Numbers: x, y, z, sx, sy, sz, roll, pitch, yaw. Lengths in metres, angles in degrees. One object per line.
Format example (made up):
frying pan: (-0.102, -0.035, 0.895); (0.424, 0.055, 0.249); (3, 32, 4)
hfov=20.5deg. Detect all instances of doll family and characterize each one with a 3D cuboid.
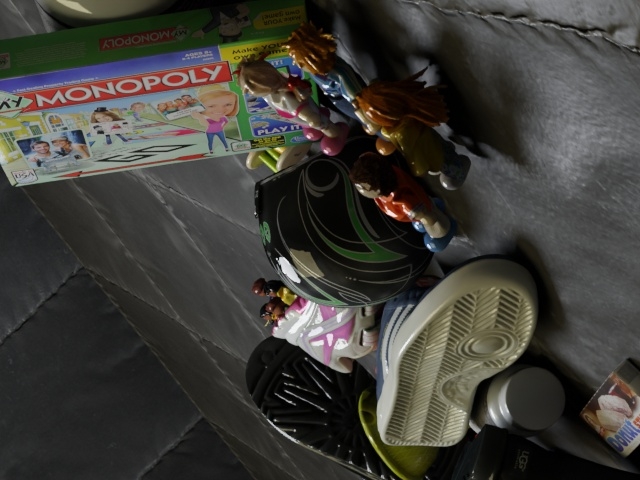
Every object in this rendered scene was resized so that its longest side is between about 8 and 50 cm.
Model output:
doll family: (0.037, -0.116, 1.534); (0.263, 0.118, 0.163); (41, -177, 37)
doll family: (-0.039, 0.091, 2.353); (0.111, 0.076, 0.193); (28, 162, -5)

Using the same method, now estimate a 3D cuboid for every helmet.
helmet: (0.028, -0.011, 1.746); (0.161, 0.169, 0.169); (65, 165, -2)

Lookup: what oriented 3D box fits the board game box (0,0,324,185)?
board game box: (-0.161, -0.138, 1.678); (0.213, 0.317, 0.046); (80, -178, -66)

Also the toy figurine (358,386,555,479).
toy figurine: (0.234, 0.275, 2.055); (0.217, 0.191, 0.362); (-21, 106, 43)

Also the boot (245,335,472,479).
boot: (0.064, 0.270, 2.330); (0.348, 0.131, 0.260); (33, 168, 17)

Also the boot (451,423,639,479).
boot: (0.243, 0.276, 1.857); (0.207, 0.094, 0.246); (20, 159, 1)

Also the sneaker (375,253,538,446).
sneaker: (0.123, 0.078, 1.794); (0.350, 0.131, 0.148); (115, 156, -56)

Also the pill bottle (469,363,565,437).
pill bottle: (0.204, 0.170, 1.861); (0.078, 0.078, 0.137); (47, 166, -2)

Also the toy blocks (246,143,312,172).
toy blocks: (-0.076, -0.126, 1.918); (0.148, 0.054, 0.123); (43, 165, 15)

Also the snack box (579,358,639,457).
snack box: (0.293, 0.163, 1.701); (0.064, 0.022, 0.178); (43, 165, 11)

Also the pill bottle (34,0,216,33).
pill bottle: (-0.190, -0.246, 1.691); (0.169, 0.169, 0.301); (42, 165, 19)

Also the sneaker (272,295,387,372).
sneaker: (0.042, 0.060, 1.939); (0.111, 0.103, 0.252); (37, 147, 3)
